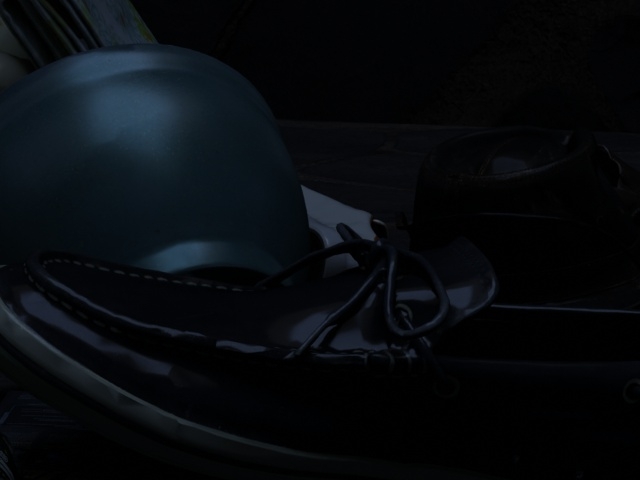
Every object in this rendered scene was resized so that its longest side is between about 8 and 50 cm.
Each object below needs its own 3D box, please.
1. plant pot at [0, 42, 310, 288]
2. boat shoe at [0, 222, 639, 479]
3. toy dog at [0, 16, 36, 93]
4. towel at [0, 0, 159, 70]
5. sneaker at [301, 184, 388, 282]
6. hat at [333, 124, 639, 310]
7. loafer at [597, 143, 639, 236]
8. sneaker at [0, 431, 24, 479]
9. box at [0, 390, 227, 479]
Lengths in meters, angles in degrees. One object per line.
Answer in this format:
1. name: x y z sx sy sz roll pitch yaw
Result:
1. plant pot: -0.127 0.027 1.056 0.293 0.293 0.196 -4 39 -27
2. boat shoe: 0.044 0.067 0.851 0.500 0.156 0.187 13 13 -9
3. toy dog: -0.417 -0.137 1.465 0.284 0.395 0.408 -36 17 2
4. towel: -0.223 -0.180 1.607 0.090 0.320 0.374 -29 10 7
5. sneaker: 0.000 0.000 1.603 0.123 0.106 0.290 4 19 -25
6. hat: 0.158 -0.021 1.092 0.331 0.134 0.331 -4 6 0
7. loafer: 0.388 -0.061 1.860 0.134 0.130 0.366 11 14 38
8. sneaker: -0.301 0.168 0.667 0.344 0.134 0.146 -15 25 -30
9. box: -0.103 0.153 0.882 0.233 0.059 0.183 3 11 -1
